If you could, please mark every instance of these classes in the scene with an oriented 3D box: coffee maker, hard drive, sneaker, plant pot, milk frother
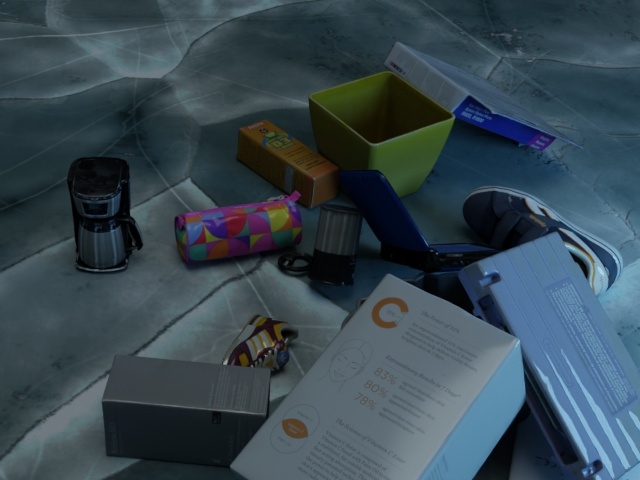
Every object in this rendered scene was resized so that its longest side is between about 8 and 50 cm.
[{"bbox_3d":[-0.397,-0.060,1.837,0.120,0.178,0.171,-14,42,-24],"label":"coffee maker"},{"bbox_3d":[0.401,0.315,1.563,0.210,0.040,0.319,13,39,10],"label":"hard drive"},{"bbox_3d":[-0.097,0.187,1.646,0.083,0.070,0.185,11,39,15],"label":"sneaker"},{"bbox_3d":[0.111,-0.188,2.051,0.212,0.187,0.212,-21,45,-30],"label":"plant pot"},{"bbox_3d":[0.000,0.000,1.840,0.143,0.135,0.129,9,8,1],"label":"milk frother"},{"bbox_3d":[0.388,0.004,1.888,0.321,0.126,0.127,27,37,23],"label":"sneaker"}]

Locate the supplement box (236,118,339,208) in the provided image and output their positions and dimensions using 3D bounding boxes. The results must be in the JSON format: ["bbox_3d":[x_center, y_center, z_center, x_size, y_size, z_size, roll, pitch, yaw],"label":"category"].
[{"bbox_3d":[-0.069,-0.158,2.081,0.078,0.080,0.233,-26,46,-36],"label":"supplement box"}]

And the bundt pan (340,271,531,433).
[{"bbox_3d":[0.194,0.196,1.607,0.330,0.124,0.331,-2,38,2],"label":"bundt pan"}]

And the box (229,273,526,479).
[{"bbox_3d":[0.085,0.250,1.345,0.215,0.168,0.345,27,63,31],"label":"box"}]

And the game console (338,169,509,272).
[{"bbox_3d":[0.184,-0.041,1.783,0.250,0.173,0.293,-3,5,-12],"label":"game console"}]

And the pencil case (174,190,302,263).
[{"bbox_3d":[-0.148,-0.024,1.886,0.236,0.104,0.104,-13,41,-20],"label":"pencil case"}]

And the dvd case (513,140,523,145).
[{"bbox_3d":[0.449,-0.253,2.313,0.087,0.013,0.119,-12,42,-21],"label":"dvd case"}]

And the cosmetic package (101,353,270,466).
[{"bbox_3d":[-0.194,0.251,1.509,0.238,0.127,0.107,2,39,-1],"label":"cosmetic package"}]

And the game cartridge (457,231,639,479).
[{"bbox_3d":[0.358,0.170,1.496,0.230,0.068,0.355,-15,74,-48],"label":"game cartridge"}]

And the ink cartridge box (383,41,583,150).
[{"bbox_3d":[0.339,-0.281,2.156,0.324,0.071,0.330,13,25,-42],"label":"ink cartridge box"}]
